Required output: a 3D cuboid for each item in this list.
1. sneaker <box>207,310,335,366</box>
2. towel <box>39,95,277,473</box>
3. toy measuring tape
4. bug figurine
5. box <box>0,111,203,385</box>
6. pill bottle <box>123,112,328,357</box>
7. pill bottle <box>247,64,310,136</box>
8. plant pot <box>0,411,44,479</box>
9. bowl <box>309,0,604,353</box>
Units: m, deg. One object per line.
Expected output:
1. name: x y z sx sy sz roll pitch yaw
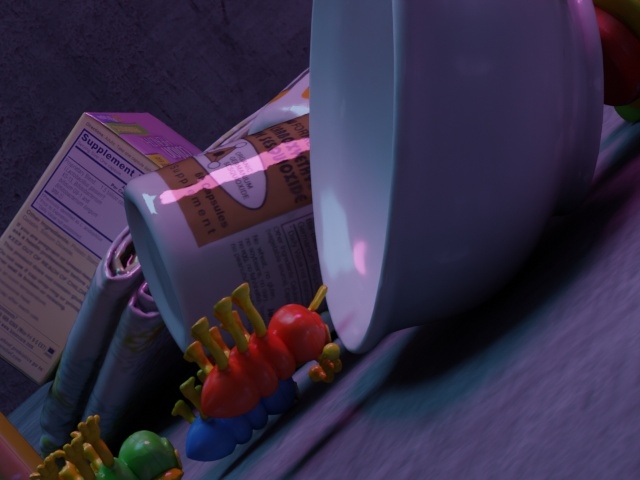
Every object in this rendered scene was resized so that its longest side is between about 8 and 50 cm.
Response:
1. sneaker: 0.000 0.000 1.480 0.279 0.118 0.107 -41 6 15
2. towel: -0.132 0.039 1.904 0.320 0.090 0.374 -45 -10 -34
3. toy measuring tape: 0.214 -0.150 1.143 0.121 0.121 0.330 -44 5 -19
4. bug figurine: -0.082 0.121 1.234 0.216 0.072 0.279 -38 -7 -13
5. box: -0.222 0.002 1.951 0.243 0.117 0.213 -54 -7 10
6. pill bottle: -0.007 -0.018 1.346 0.229 0.131 0.131 -21 0 -13
7. pill bottle: 0.078 -0.117 1.641 0.278 0.162 0.162 -45 5 -33
8. plant pot: -0.324 0.222 1.566 0.228 0.227 0.207 -43 12 -21
9. bowl: 0.079 -0.084 1.135 0.134 0.298 0.298 0 -1 -8
